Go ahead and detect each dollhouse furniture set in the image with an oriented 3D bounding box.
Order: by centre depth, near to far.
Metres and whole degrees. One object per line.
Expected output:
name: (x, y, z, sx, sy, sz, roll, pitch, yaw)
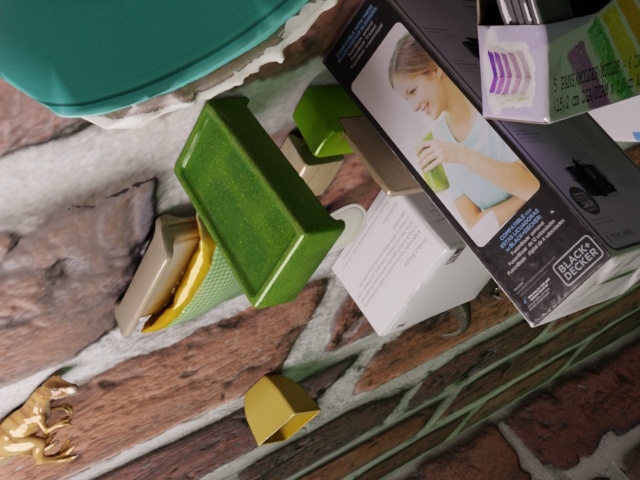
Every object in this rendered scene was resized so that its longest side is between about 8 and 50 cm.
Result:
dollhouse furniture set: (-0.045, 0.019, 0.813, 0.198, 0.151, 0.301, -13, 148, -42)

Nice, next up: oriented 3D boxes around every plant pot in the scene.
plant pot: (-0.066, 0.247, 1.308, 0.081, 0.083, 0.081, -43, 156, 19)

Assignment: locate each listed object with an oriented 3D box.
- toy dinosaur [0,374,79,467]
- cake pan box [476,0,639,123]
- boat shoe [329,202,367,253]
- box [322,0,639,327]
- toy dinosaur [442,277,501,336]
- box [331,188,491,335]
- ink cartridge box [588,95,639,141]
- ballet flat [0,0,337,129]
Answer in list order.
toy dinosaur: (-0.333, 0.219, 0.942, 0.211, 0.064, 0.112, -47, 138, 4)
cake pan box: (0.211, -0.228, 0.633, 0.267, 0.070, 0.245, -18, 110, -35)
boat shoe: (0.000, 0.000, 0.985, 0.046, 0.038, 0.125, 38, 103, -23)
box: (0.152, -0.080, 0.720, 0.169, 0.290, 0.087, -11, 148, -48)
toy dinosaur: (0.243, 0.026, 1.311, 0.160, 0.121, 0.313, 3, 142, -39)
box: (0.142, 0.003, 1.081, 0.182, 0.119, 0.181, -16, 151, -38)
ink cartridge box: (0.469, -0.180, 0.932, 0.308, 0.128, 0.223, -7, -171, -16)
ballet flat: (-0.003, -0.207, 0.480, 0.409, 0.147, 0.147, -39, 157, 9)
